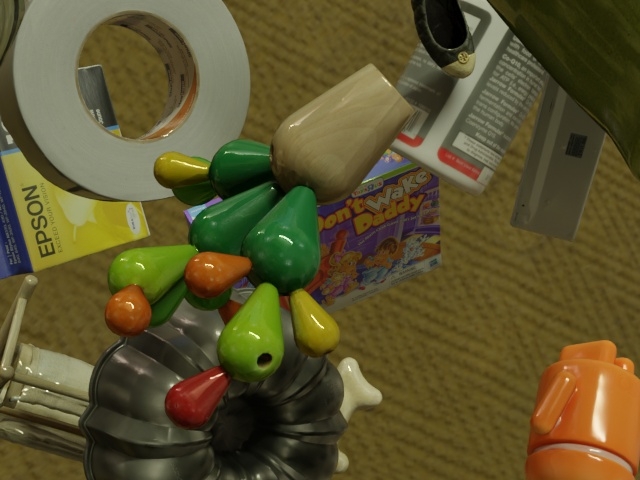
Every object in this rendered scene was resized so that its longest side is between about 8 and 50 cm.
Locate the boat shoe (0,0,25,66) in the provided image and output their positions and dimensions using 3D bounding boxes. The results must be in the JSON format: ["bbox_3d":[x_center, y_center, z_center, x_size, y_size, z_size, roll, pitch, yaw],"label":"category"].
[{"bbox_3d":[-0.378,-0.069,0.788,0.187,0.500,0.156,31,29,-26],"label":"boat shoe"}]

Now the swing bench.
[{"bbox_3d":[-0.346,0.216,1.485,0.253,0.254,0.165,21,45,-20],"label":"swing bench"}]

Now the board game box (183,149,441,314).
[{"bbox_3d":[0.000,0.000,1.499,0.347,0.233,0.078,-22,47,-13],"label":"board game box"}]

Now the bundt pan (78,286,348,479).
[{"bbox_3d":[-0.103,0.216,1.229,0.331,0.124,0.330,-4,98,-33],"label":"bundt pan"}]

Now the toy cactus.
[{"bbox_3d":[-0.023,-0.008,0.533,0.180,0.219,0.112,-42,107,9],"label":"toy cactus"}]

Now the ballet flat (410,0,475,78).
[{"bbox_3d":[0.131,-0.256,1.161,0.057,0.049,0.173,-31,112,-17],"label":"ballet flat"}]

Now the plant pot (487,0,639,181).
[{"bbox_3d":[0.264,-0.236,0.759,0.367,0.366,0.353,-7,63,-27],"label":"plant pot"}]

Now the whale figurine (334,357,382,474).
[{"bbox_3d":[-0.022,0.328,1.914,0.272,0.141,0.216,-39,87,-4],"label":"whale figurine"}]

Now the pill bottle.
[{"bbox_3d":[0.195,-0.212,1.295,0.161,0.161,0.283,28,97,-14],"label":"pill bottle"}]

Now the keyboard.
[{"bbox_3d":[0.251,-0.100,1.079,0.072,0.256,0.014,11,44,7],"label":"keyboard"}]

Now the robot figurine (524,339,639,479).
[{"bbox_3d":[0.303,0.223,1.218,0.128,0.158,0.219,11,59,12],"label":"robot figurine"}]

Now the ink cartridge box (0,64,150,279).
[{"bbox_3d":[-0.451,-0.109,1.694,0.307,0.072,0.303,-21,101,-41],"label":"ink cartridge box"}]

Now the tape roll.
[{"bbox_3d":[-0.175,-0.143,0.952,0.219,0.072,0.219,-2,93,-30],"label":"tape roll"}]
